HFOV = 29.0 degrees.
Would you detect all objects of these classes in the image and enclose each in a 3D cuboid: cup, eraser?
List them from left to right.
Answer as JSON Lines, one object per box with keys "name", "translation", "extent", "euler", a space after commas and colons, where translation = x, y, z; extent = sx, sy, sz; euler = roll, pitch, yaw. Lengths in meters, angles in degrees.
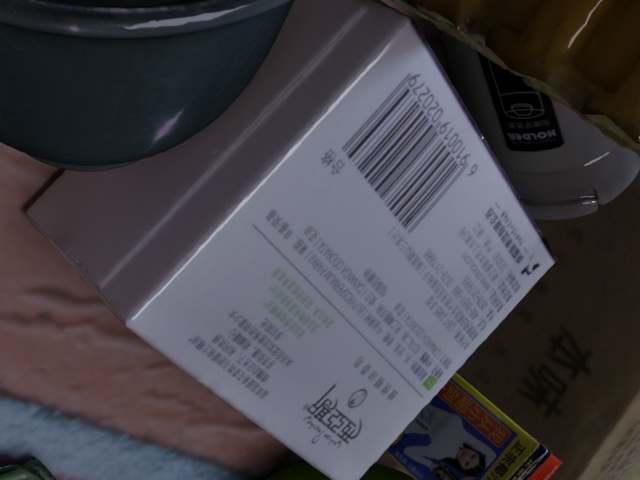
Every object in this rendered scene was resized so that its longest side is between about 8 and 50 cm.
{"name": "cup", "translation": [-0.089, -0.103, 0.474], "extent": [0.199, 0.199, 0.150], "euler": [-27, 155, -28]}
{"name": "eraser", "translation": [0.191, 0.061, 0.871], "extent": [0.078, 0.144, 0.343], "euler": [-1, 126, -47]}

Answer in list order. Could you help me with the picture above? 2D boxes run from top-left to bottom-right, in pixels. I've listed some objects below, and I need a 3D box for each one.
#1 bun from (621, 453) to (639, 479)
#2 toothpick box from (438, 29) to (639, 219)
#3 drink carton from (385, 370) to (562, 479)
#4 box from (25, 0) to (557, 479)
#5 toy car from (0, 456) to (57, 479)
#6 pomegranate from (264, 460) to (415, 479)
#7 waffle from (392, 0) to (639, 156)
{"name": "bun", "translation": [0.259, 0.113, 1.017], "extent": [0.229, 0.145, 0.230], "euler": [-18, 111, -62]}
{"name": "toothpick box", "translation": [0.128, -0.108, 0.717], "extent": [0.111, 0.111, 0.181], "euler": [-39, 140, -14]}
{"name": "drink carton", "translation": [0.069, 0.114, 0.795], "extent": [0.071, 0.165, 0.056], "euler": [-50, 143, 1]}
{"name": "box", "translation": [0.000, 0.000, 0.678], "extent": [0.194, 0.111, 0.260], "euler": [-46, 144, -4]}
{"name": "toy car", "translation": [-0.159, 0.196, 0.725], "extent": [0.093, 0.058, 0.186], "euler": [-42, 141, -14]}
{"name": "pomegranate", "translation": [-0.001, 0.309, 0.823], "extent": [0.310, 0.216, 0.358], "euler": [-58, 152, 1]}
{"name": "waffle", "translation": [0.120, -0.180, 0.537], "extent": [0.221, 0.248, 0.055], "euler": [-55, 142, 8]}
